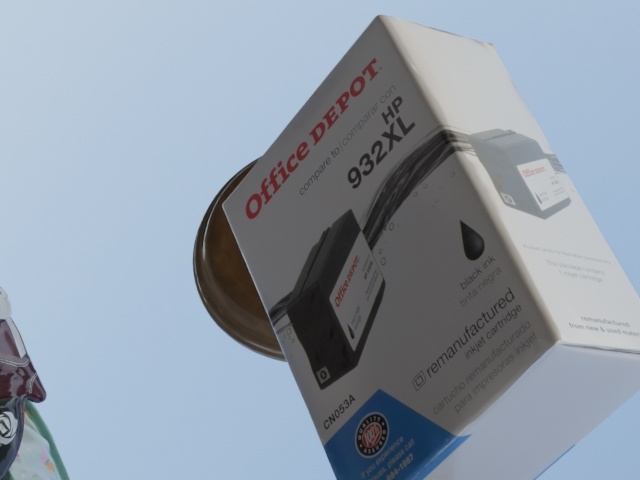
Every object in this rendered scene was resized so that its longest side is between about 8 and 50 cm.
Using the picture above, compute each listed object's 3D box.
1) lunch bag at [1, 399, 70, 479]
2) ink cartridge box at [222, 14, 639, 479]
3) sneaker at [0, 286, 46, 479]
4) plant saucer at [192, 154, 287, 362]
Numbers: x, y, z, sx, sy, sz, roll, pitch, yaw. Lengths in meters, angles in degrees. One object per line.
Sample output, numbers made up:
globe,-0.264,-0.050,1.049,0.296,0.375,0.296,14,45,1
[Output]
lunch bag,-0.361,0.243,1.540,0.223,0.160,0.262,-40,-140,2
ink cartridge box,0.078,0.024,1.183,0.223,0.129,0.307,-49,-130,32
sneaker,-0.343,0.167,1.304,0.281,0.162,0.106,-32,-162,-15
plant saucer,0.000,0.000,1.692,0.278,0.041,0.278,-4,-123,6
